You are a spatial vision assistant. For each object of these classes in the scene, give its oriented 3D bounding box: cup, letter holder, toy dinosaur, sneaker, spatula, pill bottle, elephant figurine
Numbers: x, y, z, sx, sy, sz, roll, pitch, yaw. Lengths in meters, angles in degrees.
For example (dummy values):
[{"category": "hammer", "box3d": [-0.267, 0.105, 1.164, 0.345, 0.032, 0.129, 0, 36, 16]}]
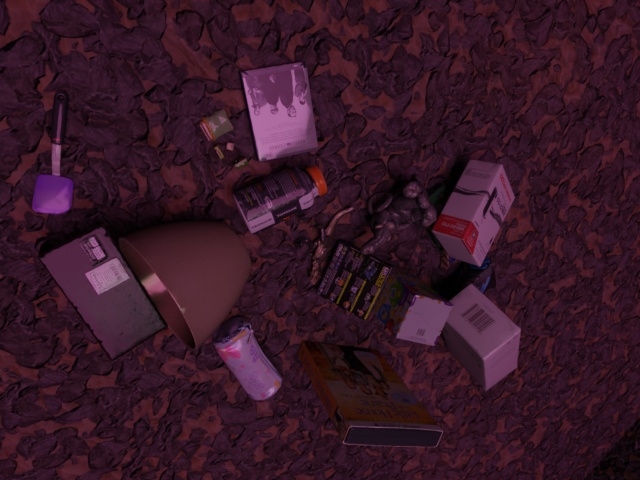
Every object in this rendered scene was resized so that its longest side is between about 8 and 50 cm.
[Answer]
[{"category": "cup", "box3d": [-0.320, 0.079, 1.158, 0.237, 0.331, 0.331, -35, 119, -30]}, {"category": "letter holder", "box3d": [-0.549, 0.112, 1.134, 0.152, 0.214, 0.301, -33, 113, -23]}, {"category": "toy dinosaur", "box3d": [0.000, 0.000, 1.360, 0.118, 0.064, 0.268, 19, 100, -41]}, {"category": "sneaker", "box3d": [0.479, 0.202, 1.569, 0.341, 0.125, 0.139, -35, 121, -3]}, {"category": "spatula", "box3d": [-0.631, -0.209, 1.074, 0.084, 0.030, 0.296, 8, 105, -23]}, {"category": "pill bottle", "box3d": [-0.107, -0.122, 1.238, 0.246, 0.130, 0.130, -25, 115, -9]}, {"category": "elephant figurine", "box3d": [0.216, -0.081, 1.366, 0.239, 0.186, 0.169, -29, 81, 20]}]

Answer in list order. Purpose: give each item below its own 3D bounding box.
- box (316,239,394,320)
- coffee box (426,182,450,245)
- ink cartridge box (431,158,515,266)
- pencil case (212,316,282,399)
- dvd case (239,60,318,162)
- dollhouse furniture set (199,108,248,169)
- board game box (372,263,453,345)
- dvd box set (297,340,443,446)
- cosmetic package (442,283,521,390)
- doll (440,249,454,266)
[{"category": "box", "box3d": [0.104, 0.123, 1.388, 0.184, 0.045, 0.190, 26, 102, 13]}, {"category": "coffee box", "box3d": [0.391, -0.083, 1.480, 0.113, 0.040, 0.184, -37, 116, -6]}, {"category": "ink cartridge box", "box3d": [0.486, -0.087, 1.408, 0.197, 0.114, 0.272, 41, 74, -46]}, {"category": "pencil case", "box3d": [-0.222, 0.364, 1.379, 0.124, 0.113, 0.273, -24, 116, -1]}, {"category": "dvd case", "box3d": [-0.108, -0.347, 1.214, 0.179, 0.029, 0.238, -15, 113, -15]}, {"category": "dollhouse furniture set", "box3d": [-0.249, -0.262, 1.176, 0.076, 0.058, 0.151, -31, 116, -8]}, {"category": "board game box", "box3d": [0.256, 0.186, 1.397, 0.144, 0.275, 0.142, 16, 102, -24]}, {"category": "dvd box set", "box3d": [0.131, 0.454, 1.368, 0.308, 0.420, 0.062, 13, 104, -23]}, {"category": "cosmetic package", "box3d": [0.535, 0.337, 1.510, 0.156, 0.217, 0.385, -36, 141, -5]}, {"category": "doll", "box3d": [0.506, 0.016, 1.549, 0.189, 0.046, 0.129, -28, 138, -11]}]
